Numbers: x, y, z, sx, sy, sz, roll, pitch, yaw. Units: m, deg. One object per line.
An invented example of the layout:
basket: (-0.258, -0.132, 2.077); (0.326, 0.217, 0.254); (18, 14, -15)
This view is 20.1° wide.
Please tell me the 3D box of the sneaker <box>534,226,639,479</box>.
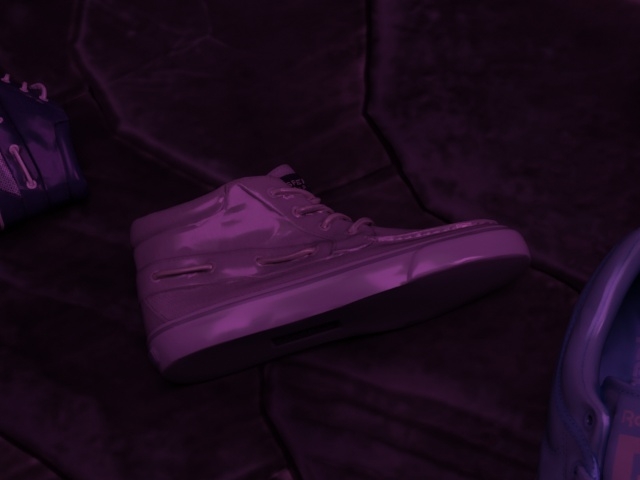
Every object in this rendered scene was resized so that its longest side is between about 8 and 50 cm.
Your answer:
sneaker: (0.178, 0.152, 1.066); (0.135, 0.150, 0.366); (2, 62, 7)

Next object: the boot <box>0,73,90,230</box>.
boot: (-0.231, -0.095, 1.291); (0.086, 0.069, 0.190); (-18, 69, -13)

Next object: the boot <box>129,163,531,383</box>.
boot: (0.000, 0.000, 1.193); (0.258, 0.095, 0.123); (-15, 68, -2)
